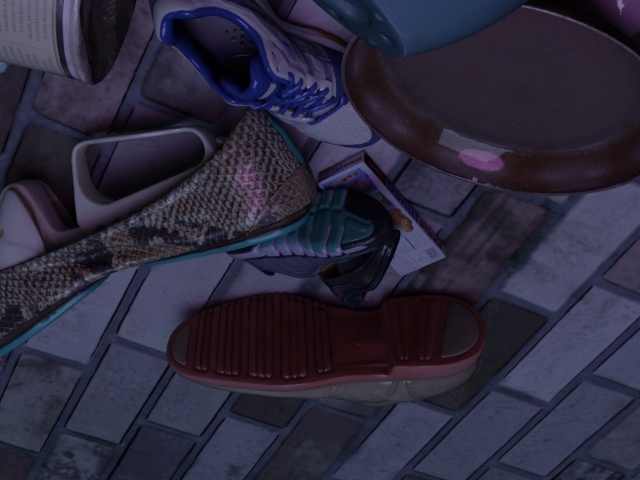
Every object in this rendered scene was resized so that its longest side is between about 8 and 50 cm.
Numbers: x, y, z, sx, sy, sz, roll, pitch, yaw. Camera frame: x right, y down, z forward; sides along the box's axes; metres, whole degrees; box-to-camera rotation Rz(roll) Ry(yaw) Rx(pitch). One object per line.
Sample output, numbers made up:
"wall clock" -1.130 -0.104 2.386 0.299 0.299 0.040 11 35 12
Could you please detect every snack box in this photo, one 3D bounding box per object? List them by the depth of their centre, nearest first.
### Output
"snack box" 0.073 -0.028 1.229 0.064 0.022 0.178 -24 128 26

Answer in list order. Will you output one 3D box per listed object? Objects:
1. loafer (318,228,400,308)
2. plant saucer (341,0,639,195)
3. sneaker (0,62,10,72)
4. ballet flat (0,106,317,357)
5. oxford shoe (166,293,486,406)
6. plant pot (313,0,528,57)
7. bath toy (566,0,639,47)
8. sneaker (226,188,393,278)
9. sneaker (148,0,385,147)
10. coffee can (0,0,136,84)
"loafer" 0.043 0.027 1.236 0.061 0.062 0.170 30 147 -3
"plant saucer" 0.174 -0.139 0.981 0.311 0.050 0.310 15 156 7
"sneaker" -0.314 -0.211 1.061 0.098 0.038 0.069 -22 130 21
"ballet flat" -0.241 -0.022 1.182 0.483 0.164 0.182 -23 107 18
"oxford shoe" 0.007 0.161 1.338 0.397 0.140 0.146 1 141 5
"plant pot" 0.071 -0.275 0.752 0.235 0.293 0.293 -49 121 0
"bath toy" 0.273 -0.200 0.985 0.348 0.129 0.151 25 96 -20
"sneaker" 0.000 0.000 1.211 0.224 0.083 0.098 -3 149 36
"sneaker" -0.051 -0.159 1.037 0.296 0.131 0.112 32 125 -27
"coffee can" -0.303 -0.257 0.880 0.275 0.201 0.201 13 133 0
